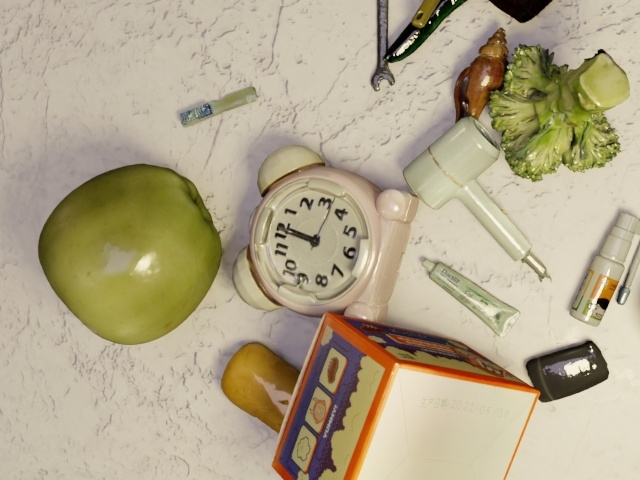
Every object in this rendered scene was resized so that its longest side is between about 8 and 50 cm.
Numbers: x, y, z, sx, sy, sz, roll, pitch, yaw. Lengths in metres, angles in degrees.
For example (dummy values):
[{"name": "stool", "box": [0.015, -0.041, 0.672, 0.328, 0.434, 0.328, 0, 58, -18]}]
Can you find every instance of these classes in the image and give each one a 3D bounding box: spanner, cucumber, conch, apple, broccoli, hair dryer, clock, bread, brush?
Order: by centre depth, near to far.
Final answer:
[{"name": "broccoli", "box": [0.447, -0.219, 1.540, 0.221, 0.361, 0.252, -15, 107, -4]}, {"name": "hair dryer", "box": [0.339, -0.058, 1.703, 0.173, 0.107, 0.357, -41, 94, 24]}, {"name": "conch", "box": [0.306, -0.300, 1.705, 0.086, 0.080, 0.233, 40, 100, 22]}, {"name": "cucumber", "box": [0.232, -0.451, 1.734, 0.284, 0.056, 0.056, -41, 82, 8]}, {"name": "clock", "box": [0.000, 0.000, 1.743, 0.325, 0.184, 0.342, 17, 90, 17]}, {"name": "apple", "box": [-0.372, 0.021, 1.748, 0.357, 0.357, 0.357, 0, 92, 13]}, {"name": "spanner", "box": [0.126, -0.430, 1.778, 0.054, 0.015, 0.255, 0, 92, 11]}, {"name": "bread", "box": [-0.065, 0.338, 1.812, 0.305, 0.091, 0.142, 32, 104, 11]}, {"name": "brush", "box": [-0.219, -0.285, 1.859, 0.178, 0.030, 0.033, -18, 78, 14]}]

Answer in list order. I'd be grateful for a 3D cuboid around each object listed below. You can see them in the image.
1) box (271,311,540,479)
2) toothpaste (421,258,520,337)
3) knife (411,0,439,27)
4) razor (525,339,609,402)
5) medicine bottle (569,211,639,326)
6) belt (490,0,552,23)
[{"name": "box", "box": [0.147, 0.339, 1.587, 0.348, 0.257, 0.319, 14, 98, -32]}, {"name": "toothpaste", "box": [0.293, 0.106, 1.745, 0.218, 0.041, 0.064, 36, 94, 6]}, {"name": "knife", "box": [0.285, -0.552, 1.701, 0.061, 0.027, 0.343, 28, 85, 32]}, {"name": "razor", "box": [0.479, 0.254, 1.694, 0.148, 0.054, 0.090, -22, 90, 14]}, {"name": "medicine bottle", "box": [0.559, 0.059, 1.671, 0.092, 0.061, 0.221, 20, 97, -12]}, {"name": "belt", "box": [0.430, -0.540, 1.614, 0.164, 0.184, 0.289, 42, 101, 18]}]
